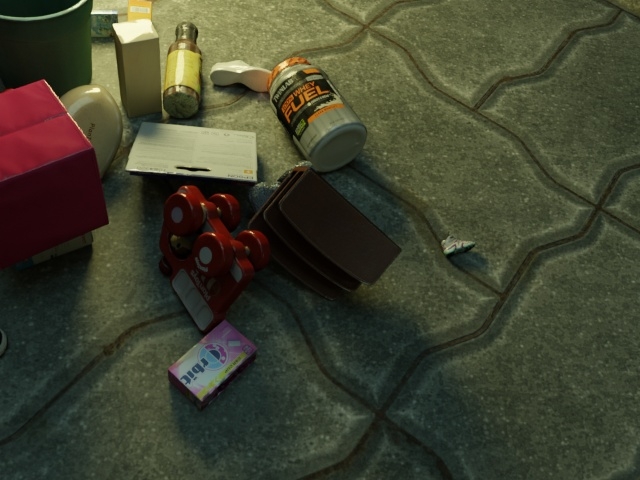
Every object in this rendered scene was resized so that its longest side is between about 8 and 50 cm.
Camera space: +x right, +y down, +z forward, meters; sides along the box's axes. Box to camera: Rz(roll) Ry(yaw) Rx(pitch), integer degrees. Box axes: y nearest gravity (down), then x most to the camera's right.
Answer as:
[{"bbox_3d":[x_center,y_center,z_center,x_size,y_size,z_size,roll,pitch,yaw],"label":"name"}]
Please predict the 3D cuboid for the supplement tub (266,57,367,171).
[{"bbox_3d":[-0.020,-0.369,1.940,0.193,0.194,0.316,-21,61,-24],"label":"supplement tub"}]

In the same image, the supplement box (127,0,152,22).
[{"bbox_3d":[-0.566,-0.647,2.097,0.080,0.078,0.233,3,56,-13],"label":"supplement box"}]

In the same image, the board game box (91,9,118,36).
[{"bbox_3d":[-0.674,-0.673,2.084,0.090,0.090,0.020,-4,58,-14],"label":"board game box"}]

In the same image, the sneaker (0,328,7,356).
[{"bbox_3d":[-0.819,0.219,1.423,0.271,0.108,0.100,-12,60,-17],"label":"sneaker"}]

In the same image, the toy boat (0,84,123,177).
[{"bbox_3d":[-0.676,-0.304,1.738,0.318,0.148,0.268,24,80,-30],"label":"toy boat"}]

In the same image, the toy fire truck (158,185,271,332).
[{"bbox_3d":[-0.284,0.034,1.583,0.302,0.254,0.169,51,27,21],"label":"toy fire truck"}]

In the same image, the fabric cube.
[{"bbox_3d":[-0.645,-0.143,1.448,0.258,0.254,0.259,-28,61,-25],"label":"fabric cube"}]

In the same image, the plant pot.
[{"bbox_3d":[-0.779,-0.579,1.848,0.341,0.334,0.341,6,55,-8],"label":"plant pot"}]

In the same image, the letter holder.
[{"bbox_3d":[0.000,0.000,1.608,0.302,0.152,0.214,41,86,-16],"label":"letter holder"}]

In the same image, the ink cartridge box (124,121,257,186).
[{"bbox_3d":[-0.331,-0.213,1.774,0.324,0.071,0.330,5,31,-9],"label":"ink cartridge box"}]

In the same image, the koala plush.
[{"bbox_3d":[-0.069,-0.057,1.747,0.196,0.203,0.221,-30,87,-18],"label":"koala plush"}]

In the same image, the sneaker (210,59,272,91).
[{"bbox_3d":[-0.232,-0.523,2.084,0.212,0.080,0.094,8,43,-5],"label":"sneaker"}]

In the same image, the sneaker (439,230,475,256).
[{"bbox_3d":[0.375,0.002,1.855,0.098,0.038,0.069,-14,60,-20],"label":"sneaker"}]

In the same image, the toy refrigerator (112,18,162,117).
[{"bbox_3d":[-0.508,-0.477,1.870,0.102,0.269,0.094,-18,61,-21],"label":"toy refrigerator"}]

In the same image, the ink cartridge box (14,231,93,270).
[{"bbox_3d":[-0.656,-0.025,1.604,0.190,0.140,0.082,-24,61,-25],"label":"ink cartridge box"}]

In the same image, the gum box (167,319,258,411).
[{"bbox_3d":[-0.240,0.277,1.524,0.107,0.062,0.188,38,57,15],"label":"gum box"}]

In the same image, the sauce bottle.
[{"bbox_3d":[-0.410,-0.524,2.020,0.111,0.111,0.344,3,57,-9],"label":"sauce bottle"}]
